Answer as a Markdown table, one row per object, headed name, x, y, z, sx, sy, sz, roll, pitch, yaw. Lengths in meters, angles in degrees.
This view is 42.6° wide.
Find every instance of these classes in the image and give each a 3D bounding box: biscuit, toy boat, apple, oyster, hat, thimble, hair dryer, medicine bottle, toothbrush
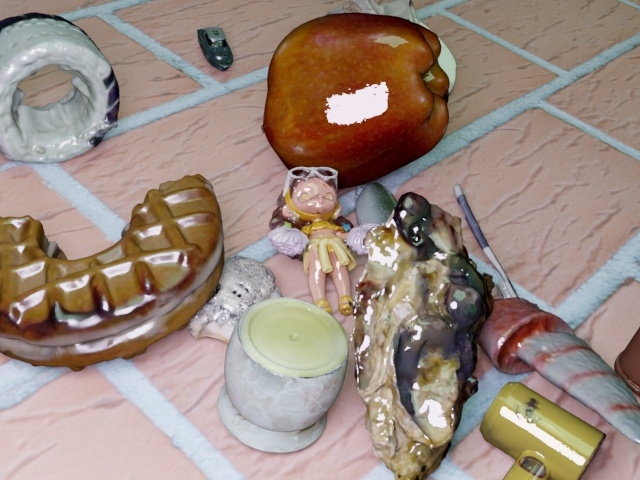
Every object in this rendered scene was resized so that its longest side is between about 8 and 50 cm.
| name | x | y | z | sx | sy | sz | roll | pitch | yaw |
| --- | --- | --- | --- | --- | --- | --- | --- | --- | --- |
| biscuit | -0.298 | 0.040 | 1.073 | 0.366 | 0.115 | 0.268 | -16 | 44 | -9 |
| toy boat | 0.342 | 0.177 | 1.082 | 0.206 | 0.096 | 0.282 | 11 | 17 | -37 |
| apple | 0.053 | -0.238 | 1.373 | 0.317 | 0.288 | 0.288 | -10 | 36 | 19 |
| toy boat | -0.213 | -0.393 | 1.691 | 0.055 | 0.060 | 0.141 | -6 | 46 | -22 |
| oyster | 0.121 | 0.124 | 0.998 | 0.221 | 0.096 | 0.361 | 30 | 67 | -20 |
| toy boat | 0.112 | -0.004 | 1.298 | 0.085 | 0.078 | 0.260 | 19 | 34 | -31 |
| hat | 0.151 | -0.398 | 1.742 | 0.301 | 0.168 | 0.258 | 50 | 31 | 8 |
| thimble | -0.453 | -0.241 | 1.335 | 0.237 | 0.237 | 0.150 | -13 | 42 | -26 |
| hair dryer | 0.219 | 0.293 | 0.973 | 0.135 | 0.090 | 0.279 | 32 | 50 | 22 |
| medicine bottle | -0.047 | 0.165 | 1.004 | 0.147 | 0.143 | 0.147 | 10 | 38 | -8 |
| toothbrush | 0.268 | 0.001 | 1.367 | 0.026 | 0.024 | 0.288 | -11 | 44 | -5 |

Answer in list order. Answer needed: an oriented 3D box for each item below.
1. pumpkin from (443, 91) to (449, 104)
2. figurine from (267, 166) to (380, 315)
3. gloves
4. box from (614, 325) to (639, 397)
| name | x | y | z | sx | sy | sz | roll | pitch | yaw |
| --- | --- | --- | --- | --- | --- | --- | --- | --- | --- |
| pumpkin | 0.152 | -0.278 | 1.570 | 0.190 | 0.146 | 0.190 | -2 | 67 | 4 |
| figurine | 0.000 | -0.001 | 1.234 | 0.175 | 0.115 | 0.240 | -4 | 48 | -15 |
| gloves | -0.111 | 0.083 | 1.141 | 0.114 | 0.070 | 0.153 | 19 | 40 | 9 |
| box | 0.631 | 0.115 | 1.158 | 0.339 | 0.229 | 0.239 | -24 | 52 | -35 |
